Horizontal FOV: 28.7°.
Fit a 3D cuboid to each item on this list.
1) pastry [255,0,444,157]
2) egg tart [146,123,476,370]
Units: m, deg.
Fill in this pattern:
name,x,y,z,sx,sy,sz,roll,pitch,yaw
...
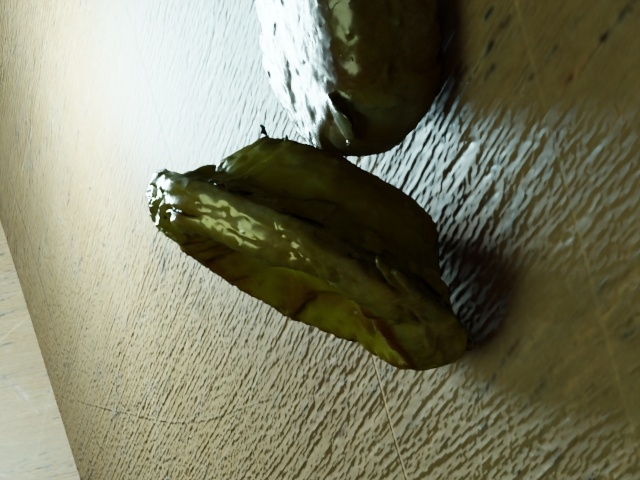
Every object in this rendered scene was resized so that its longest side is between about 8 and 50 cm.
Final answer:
name,x,y,z,sx,sy,sz,roll,pitch,yaw
pastry,0.017,-0.176,0.981,0.218,0.100,0.229,-134,35,-55
egg tart,0.000,0.000,0.984,0.116,0.295,0.295,-60,23,-11
